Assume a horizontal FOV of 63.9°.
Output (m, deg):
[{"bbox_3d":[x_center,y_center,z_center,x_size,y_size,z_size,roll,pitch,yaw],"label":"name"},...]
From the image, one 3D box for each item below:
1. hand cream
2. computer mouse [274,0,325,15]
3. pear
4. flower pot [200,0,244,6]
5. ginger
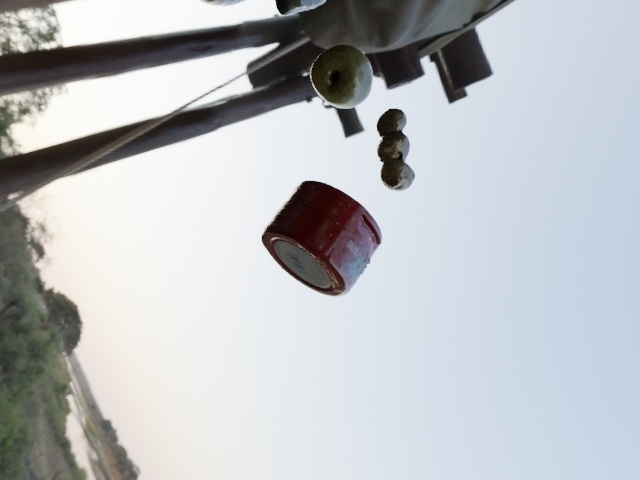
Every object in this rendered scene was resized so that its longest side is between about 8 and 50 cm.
[{"bbox_3d":[0.000,0.000,1.065,0.230,0.149,0.230,33,-21,14],"label":"hand cream"},{"bbox_3d":[-0.061,-0.498,0.662,0.145,0.228,0.428,-4,-100,59],"label":"computer mouse"},{"bbox_3d":[0.059,-0.439,1.375,0.167,0.136,0.167,13,-59,22],"label":"pear"},{"bbox_3d":[-0.213,-0.631,1.145,0.157,0.243,0.189,30,-35,31],"label":"flower pot"},{"bbox_3d":[0.177,-0.219,1.232,0.080,0.104,0.204,-13,-96,43],"label":"ginger"}]
